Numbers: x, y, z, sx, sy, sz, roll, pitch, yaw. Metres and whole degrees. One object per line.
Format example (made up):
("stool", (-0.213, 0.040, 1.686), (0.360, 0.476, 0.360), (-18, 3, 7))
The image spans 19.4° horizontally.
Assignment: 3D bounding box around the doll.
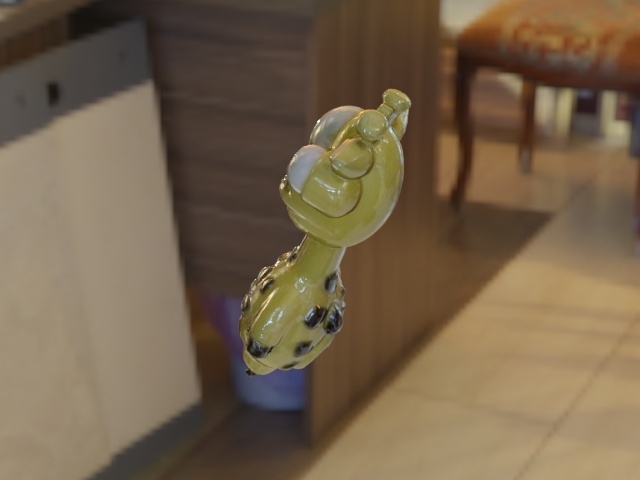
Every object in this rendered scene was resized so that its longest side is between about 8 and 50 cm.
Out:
("doll", (-0.001, 0.000, 1.430), (0.086, 0.291, 0.117), (30, 44, 8))
